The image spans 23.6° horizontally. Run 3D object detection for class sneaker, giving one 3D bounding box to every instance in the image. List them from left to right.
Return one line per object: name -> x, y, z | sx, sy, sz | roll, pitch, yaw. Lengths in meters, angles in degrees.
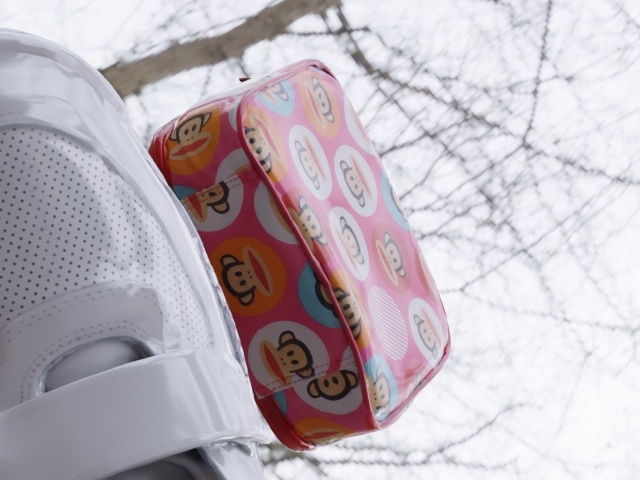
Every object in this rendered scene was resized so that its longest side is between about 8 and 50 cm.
sneaker -> -0.041, 0.105, 0.486 | 0.210, 0.137, 0.366 | 6, -67, 63

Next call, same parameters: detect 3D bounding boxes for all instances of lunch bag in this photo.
lunch bag -> 0.000, 0.000, 1.253 | 0.120, 0.258, 0.293 | -21, -82, 28
